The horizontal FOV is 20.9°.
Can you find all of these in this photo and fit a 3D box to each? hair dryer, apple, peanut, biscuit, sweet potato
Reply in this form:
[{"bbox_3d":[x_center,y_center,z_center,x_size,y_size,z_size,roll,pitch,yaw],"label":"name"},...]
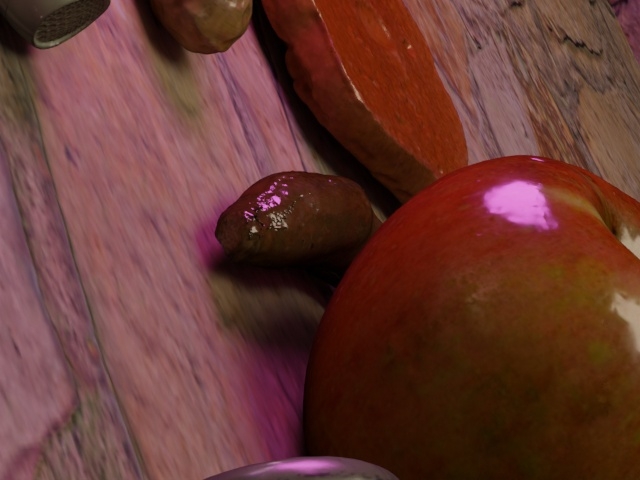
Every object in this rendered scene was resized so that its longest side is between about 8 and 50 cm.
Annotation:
[{"bbox_3d":[-0.201,-0.232,1.251,0.206,0.075,0.237,58,12,6],"label":"hair dryer"},{"bbox_3d":[0.152,0.110,1.301,0.339,0.340,0.339,50,24,-31],"label":"apple"},{"bbox_3d":[-0.103,-0.248,1.435,0.108,0.095,0.226,43,29,-49],"label":"peanut"},{"bbox_3d":[0.024,-0.222,1.743,0.455,0.078,0.350,65,23,8],"label":"biscuit"},{"bbox_3d":[0.005,-0.005,1.390,0.112,0.085,0.286,48,13,24],"label":"sweet potato"}]

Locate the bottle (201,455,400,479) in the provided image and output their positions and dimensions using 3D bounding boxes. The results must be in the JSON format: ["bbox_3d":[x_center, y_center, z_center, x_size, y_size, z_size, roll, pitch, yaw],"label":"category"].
[{"bbox_3d":[0.002,0.299,0.915,0.168,0.168,0.347,31,42,-56],"label":"bottle"}]
